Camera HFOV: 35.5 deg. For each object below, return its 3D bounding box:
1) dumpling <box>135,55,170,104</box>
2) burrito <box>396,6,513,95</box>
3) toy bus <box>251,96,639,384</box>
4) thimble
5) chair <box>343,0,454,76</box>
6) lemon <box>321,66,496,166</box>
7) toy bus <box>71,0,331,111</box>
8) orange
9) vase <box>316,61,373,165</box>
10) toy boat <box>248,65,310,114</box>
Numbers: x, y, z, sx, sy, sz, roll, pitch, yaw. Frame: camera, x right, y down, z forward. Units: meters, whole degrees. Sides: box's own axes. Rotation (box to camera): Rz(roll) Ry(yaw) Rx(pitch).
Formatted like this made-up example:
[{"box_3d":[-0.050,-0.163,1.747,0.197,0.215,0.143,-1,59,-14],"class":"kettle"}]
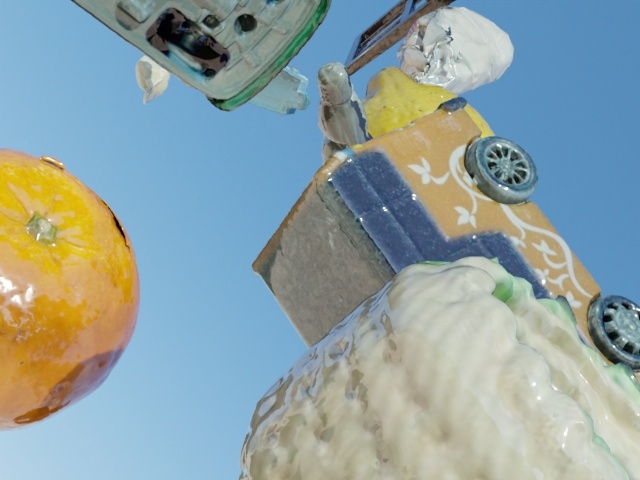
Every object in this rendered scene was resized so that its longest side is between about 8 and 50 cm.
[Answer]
[{"box_3d":[-0.206,-0.197,1.226,0.077,0.043,0.059,66,-32,32],"class":"dumpling"},{"box_3d":[0.200,-0.287,1.521,0.101,0.445,0.139,-32,-89,27],"class":"burrito"},{"box_3d":[0.113,0.075,0.748,0.323,0.194,0.162,56,-38,14],"class":"toy bus"},{"box_3d":[0.077,0.118,0.450,0.150,0.219,0.219,-42,-98,17],"class":"thimble"},{"box_3d":[0.148,-0.519,1.767,0.416,0.203,0.240,-31,-68,26],"class":"chair"},{"box_3d":[0.127,-0.068,1.294,0.245,0.245,0.320,-14,-85,58],"class":"lemon"},{"box_3d":[-0.172,-0.302,0.955,0.343,0.183,0.199,36,16,-38],"class":"toy bus"},{"box_3d":[-0.316,0.047,0.967,0.284,0.284,0.226,50,-52,9],"class":"orange"},{"box_3d":[0.029,-0.102,1.056,0.060,0.060,0.211,33,-26,32],"class":"vase"},{"box_3d":[-0.118,-0.285,1.694,0.215,0.102,0.088,20,-65,-15],"class":"toy boat"}]
